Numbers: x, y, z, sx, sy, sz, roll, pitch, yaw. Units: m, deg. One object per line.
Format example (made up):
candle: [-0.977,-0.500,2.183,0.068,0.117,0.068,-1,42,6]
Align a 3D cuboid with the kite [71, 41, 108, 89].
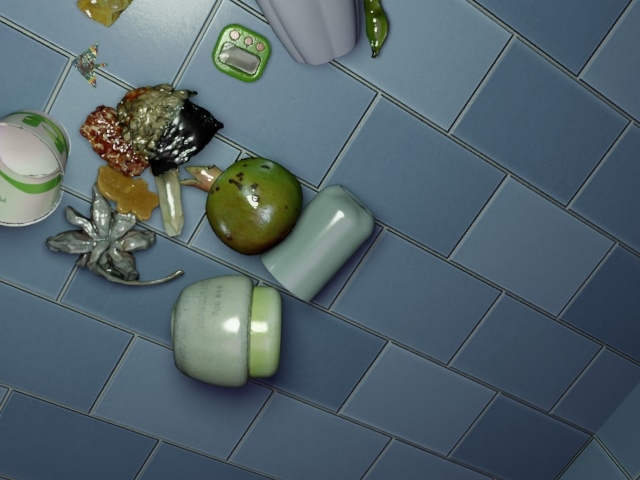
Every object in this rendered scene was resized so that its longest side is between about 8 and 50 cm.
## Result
kite: [-0.590,-0.448,1.715,0.090,0.004,0.122,1,114,-12]

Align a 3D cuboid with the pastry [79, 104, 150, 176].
pastry: [-0.532,-0.257,1.767,0.115,0.097,0.208,-29,118,14]

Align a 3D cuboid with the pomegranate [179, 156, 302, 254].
pomegranate: [-0.197,-0.126,1.819,0.290,0.291,0.323,-38,81,7]

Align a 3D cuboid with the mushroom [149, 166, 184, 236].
mushroom: [-0.413,-0.115,1.827,0.084,0.071,0.209,-9,88,2]

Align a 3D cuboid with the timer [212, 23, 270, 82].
timer: [-0.207,-0.489,1.753,0.140,0.047,0.128,21,107,-19]

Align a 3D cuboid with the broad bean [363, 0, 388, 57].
broad bean: [0.147,-0.593,1.777,0.070,0.048,0.214,-2,111,-10]

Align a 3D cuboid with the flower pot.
flower pot: [-0.017,-0.577,1.647,0.265,0.265,0.243,-24,126,0]

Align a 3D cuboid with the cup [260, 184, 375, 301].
cup: [0.000,0.000,1.933,0.205,0.205,0.312,39,99,-24]

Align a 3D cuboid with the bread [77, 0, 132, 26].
bread: [-0.493,-0.635,1.610,0.128,0.088,0.232,41,106,-17]

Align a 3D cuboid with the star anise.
star anise: [-0.567,-0.002,1.851,0.359,0.139,0.316,-9,115,-18]

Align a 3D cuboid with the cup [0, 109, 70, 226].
cup: [-0.738,-0.197,1.651,0.253,0.274,0.253,-4,114,-8]

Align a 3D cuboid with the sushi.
sushi: [-0.396,-0.303,1.700,0.225,0.238,0.219,-42,111,-11]

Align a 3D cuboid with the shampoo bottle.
shampoo bottle: [-0.268,0.258,1.927,0.317,0.322,0.323,3,113,-6]

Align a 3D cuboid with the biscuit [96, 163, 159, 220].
biscuit: [-0.525,-0.127,1.813,0.184,0.133,0.027,27,140,-22]
